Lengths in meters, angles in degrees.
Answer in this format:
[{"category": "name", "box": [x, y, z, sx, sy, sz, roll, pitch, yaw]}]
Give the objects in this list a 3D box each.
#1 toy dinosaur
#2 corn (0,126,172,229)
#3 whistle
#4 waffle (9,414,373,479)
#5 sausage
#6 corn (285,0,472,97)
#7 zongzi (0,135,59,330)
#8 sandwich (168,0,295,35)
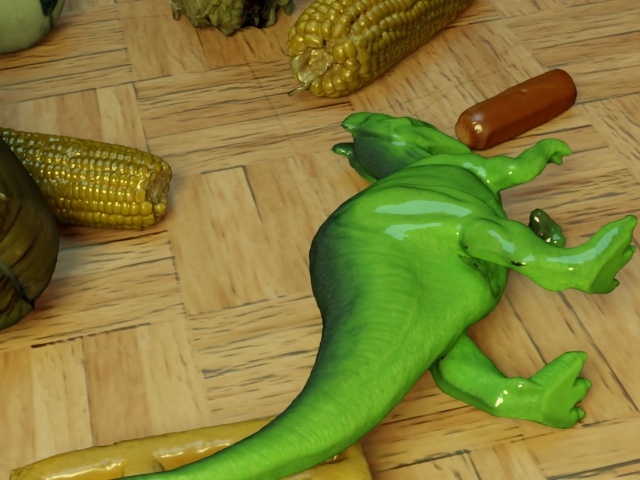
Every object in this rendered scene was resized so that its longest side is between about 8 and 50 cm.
[{"category": "toy dinosaur", "box": [0.000, 0.000, 0.855, 0.500, 0.144, 0.374, -10, 32, -34]}, {"category": "corn", "box": [-0.237, -0.055, 1.056, 0.238, 0.080, 0.080, 6, 37, 18]}, {"category": "whistle", "box": [-0.357, -0.272, 1.345, 0.163, 0.163, 0.290, -17, 0, -16]}, {"category": "waffle", "box": [-0.063, 0.202, 0.694, 0.221, 0.055, 0.248, -11, 36, -8]}, {"category": "sausage", "box": [0.178, -0.118, 1.121, 0.131, 0.041, 0.039, -27, 63, -27]}, {"category": "corn", "box": [0.072, -0.235, 1.248, 0.101, 0.101, 0.310, 22, 44, 32]}, {"category": "zongzi", "box": [-0.400, 0.012, 0.925, 0.360, 0.160, 0.323, -37, 51, -10]}, {"category": "sandwich", "box": [-0.110, -0.365, 1.300, 0.131, 0.325, 0.262, -16, 72, -15]}]
